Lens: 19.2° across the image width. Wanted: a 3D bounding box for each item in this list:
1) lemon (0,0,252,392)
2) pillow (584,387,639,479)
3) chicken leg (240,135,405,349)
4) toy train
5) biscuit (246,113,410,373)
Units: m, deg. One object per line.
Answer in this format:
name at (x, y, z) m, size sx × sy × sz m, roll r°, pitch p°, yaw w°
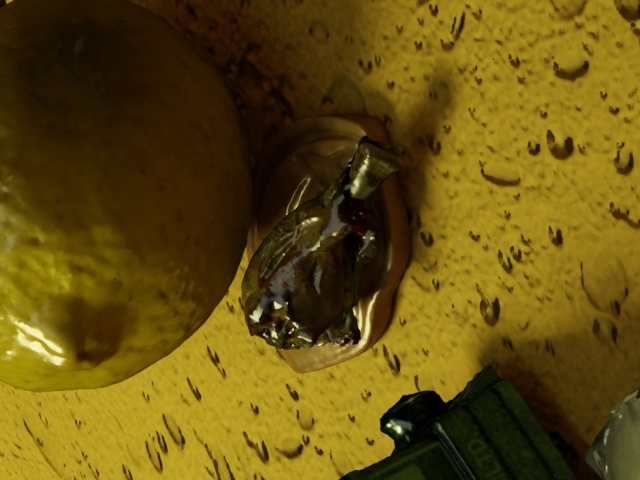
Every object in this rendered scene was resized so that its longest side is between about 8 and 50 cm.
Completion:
lemon at (-0.172, -0.041, 1.282) m, size 0.253 × 0.253 × 0.310 m, roll 120°, pitch 157°, yaw -46°
pillow at (0.238, 0.097, 1.021) m, size 0.148 × 0.050 × 0.230 m, roll 43°, pitch 137°, yaw 20°
chicken leg at (0.008, 0.008, 1.211) m, size 0.093 × 0.070 × 0.178 m, roll 42°, pitch 124°, yaw 19°
toy train at (0.111, 0.245, 1.143) m, size 0.330 × 0.178 × 0.138 m, roll 58°, pitch 142°, yaw 16°
biscuit at (0.000, 0.000, 1.284) m, size 0.142 × 0.029 × 0.221 m, roll 46°, pitch 138°, yaw 28°
